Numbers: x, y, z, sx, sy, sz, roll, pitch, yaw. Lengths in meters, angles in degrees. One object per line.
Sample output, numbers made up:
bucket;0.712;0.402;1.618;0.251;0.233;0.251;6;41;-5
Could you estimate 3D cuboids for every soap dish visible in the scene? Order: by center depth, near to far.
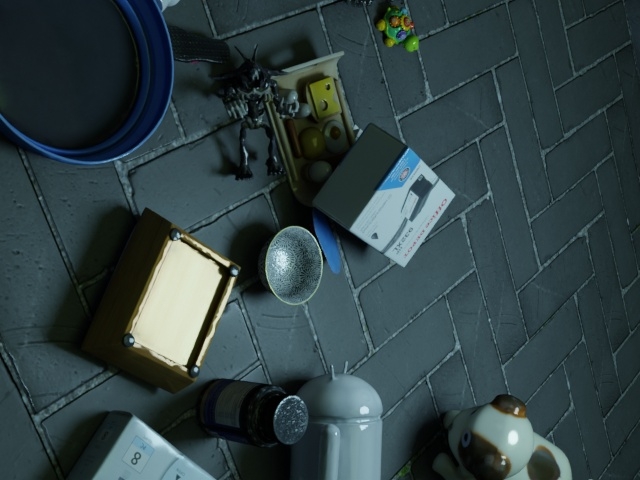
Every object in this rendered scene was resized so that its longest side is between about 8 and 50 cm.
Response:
soap dish;-0.287;0.116;1.568;0.229;0.118;0.291;37;64;-39

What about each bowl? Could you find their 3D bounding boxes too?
bowl;-0.436;-0.324;1.456;0.391;0.077;0.391;2;87;-46
bowl;-0.081;0.054;1.809;0.170;0.080;0.170;1;88;-45

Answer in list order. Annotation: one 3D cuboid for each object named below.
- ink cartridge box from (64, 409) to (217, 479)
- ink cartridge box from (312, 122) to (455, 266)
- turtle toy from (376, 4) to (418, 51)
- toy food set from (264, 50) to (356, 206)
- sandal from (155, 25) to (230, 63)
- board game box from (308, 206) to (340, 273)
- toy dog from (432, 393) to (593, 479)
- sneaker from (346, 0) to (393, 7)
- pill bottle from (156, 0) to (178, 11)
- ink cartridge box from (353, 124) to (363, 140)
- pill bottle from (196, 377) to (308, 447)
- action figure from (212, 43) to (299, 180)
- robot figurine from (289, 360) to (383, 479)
ink cartridge box;-0.357;0.551;1.504;0.308;0.091;0.385;50;55;-33
ink cartridge box;0.153;-0.095;1.914;0.223;0.129;0.307;-55;147;2
turtle toy;0.204;-0.538;2.130;0.095;0.066;0.130;-54;125;-32
toy food set;0.010;-0.253;1.881;0.219;0.092;0.306;-27;109;-34
sandal;-0.260;-0.381;1.664;0.179;0.040;0.067;2;85;-45
board game box;0.000;0.000;1.901;0.133;0.033;0.169;-75;145;-64
toy dog;0.474;0.573;2.161;0.285;0.395;0.408;-57;136;-19
sneaker;0.140;-0.649;2.045;0.276;0.097;0.135;-27;108;-45
pill bottle;-0.289;-0.507;1.605;0.086;0.086;0.152;52;54;-32
ink cartridge box;0.092;-0.238;2.032;0.048;0.028;0.083;42;60;-36
pill bottle;-0.133;0.341;1.646;0.122;0.219;0.123;2;87;-46
action figure;-0.128;-0.266;1.721;0.164;0.141;0.276;-9;100;-19
robot figurine;0.034;0.445;1.830;0.300;0.199;0.353;46;46;-84
